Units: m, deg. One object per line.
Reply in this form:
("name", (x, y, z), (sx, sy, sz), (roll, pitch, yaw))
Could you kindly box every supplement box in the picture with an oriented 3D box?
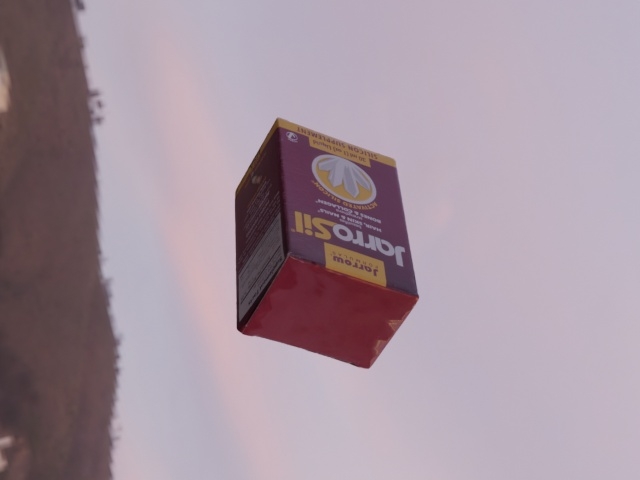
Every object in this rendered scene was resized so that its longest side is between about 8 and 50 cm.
("supplement box", (0.000, 0.000, 0.502), (0.043, 0.055, 0.083), (-57, -155, 34))
